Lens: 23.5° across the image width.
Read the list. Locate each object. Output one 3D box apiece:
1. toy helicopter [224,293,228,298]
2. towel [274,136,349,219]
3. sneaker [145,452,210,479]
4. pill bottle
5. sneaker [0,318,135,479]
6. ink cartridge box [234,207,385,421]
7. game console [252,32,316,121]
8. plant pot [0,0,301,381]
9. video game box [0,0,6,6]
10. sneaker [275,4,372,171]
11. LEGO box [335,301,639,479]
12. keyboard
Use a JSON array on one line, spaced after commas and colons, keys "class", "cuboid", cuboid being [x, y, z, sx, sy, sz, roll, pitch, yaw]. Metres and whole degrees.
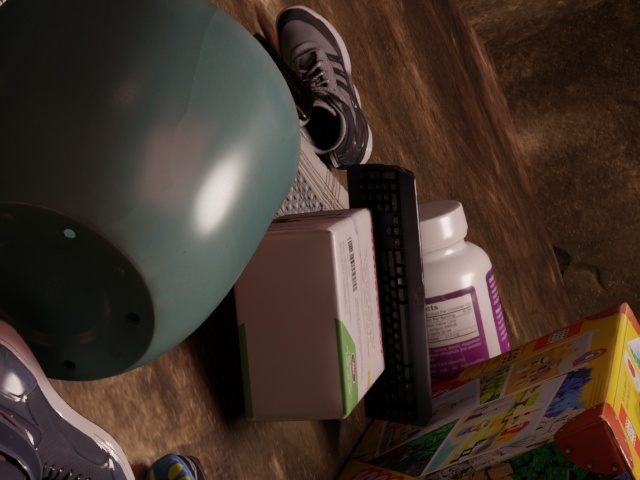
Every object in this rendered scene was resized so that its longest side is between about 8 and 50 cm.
[{"class": "toy helicopter", "cuboid": [-0.175, -0.040, 1.572, 0.355, 0.140, 0.235, -13, 88, -62]}, {"class": "towel", "cuboid": [0.000, 0.000, 2.092, 0.324, 0.056, 0.312, 53, 21, -37]}, {"class": "sneaker", "cuboid": [-0.095, 0.279, 1.410, 0.188, 0.067, 0.078, 65, 23, 7]}, {"class": "pill bottle", "cuboid": [0.169, 0.104, 2.162, 0.169, 0.169, 0.301, -51, 129, -71]}, {"class": "sneaker", "cuboid": [-0.218, 0.187, 1.141, 0.226, 0.086, 0.163, 55, 21, -35]}, {"class": "ink cartridge box", "cuboid": [-0.008, 0.076, 1.733, 0.278, 0.117, 0.201, -30, 115, -78]}, {"class": "game console", "cuboid": [-0.071, -0.209, 2.060, 0.122, 0.071, 0.107, 46, 27, -18]}, {"class": "plant pot", "cuboid": [-0.184, -0.032, 1.232, 0.293, 0.293, 0.235, 56, 33, -28]}, {"class": "video game box", "cuboid": [-0.366, -0.254, 1.364, 0.205, 0.048, 0.187, 58, 17, -22]}, {"class": "sneaker", "cuboid": [-0.005, -0.230, 2.303, 0.268, 0.101, 0.153, 68, 14, 0]}, {"class": "LEGO box", "cuboid": [0.226, 0.284, 1.839, 0.193, 0.372, 0.500, 64, 17, -5]}, {"class": "keyboard", "cuboid": [0.058, 0.064, 1.897, 0.033, 0.201, 0.317, -8, 96, -36]}]
